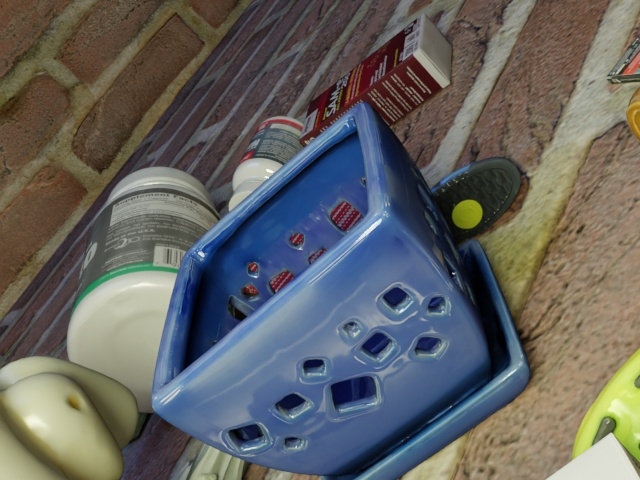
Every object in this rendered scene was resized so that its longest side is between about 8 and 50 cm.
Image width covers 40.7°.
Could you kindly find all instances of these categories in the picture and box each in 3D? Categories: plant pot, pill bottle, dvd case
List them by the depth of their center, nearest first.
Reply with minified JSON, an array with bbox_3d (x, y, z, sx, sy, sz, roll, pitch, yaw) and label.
[{"bbox_3d":[0.025,0.062,0.714,0.236,0.212,0.236,-40,23,17],"label":"plant pot"},{"bbox_3d":[0.344,-0.189,0.836,0.087,0.013,0.119,-51,21,-10],"label":"dvd case"},{"bbox_3d":[-0.223,0.047,1.182,0.204,0.204,0.361,-41,26,14],"label":"pill bottle"},{"bbox_3d":[-0.075,-0.099,1.324,0.108,0.108,0.180,-30,27,36],"label":"pill bottle"}]

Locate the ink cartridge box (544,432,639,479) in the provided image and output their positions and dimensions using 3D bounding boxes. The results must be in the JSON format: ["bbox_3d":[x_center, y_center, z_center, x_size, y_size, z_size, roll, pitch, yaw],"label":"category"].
[{"bbox_3d":[0.145,0.175,0.442,0.180,0.104,0.060,-40,21,14],"label":"ink cartridge box"}]

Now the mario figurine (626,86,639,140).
[{"bbox_3d":[0.368,-0.155,0.582,0.320,0.170,0.198,-43,30,-17],"label":"mario figurine"}]

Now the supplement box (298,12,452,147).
[{"bbox_3d":[0.082,-0.221,1.297,0.239,0.073,0.130,-34,25,30],"label":"supplement box"}]

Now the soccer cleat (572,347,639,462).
[{"bbox_3d":[0.257,0.049,0.518,0.289,0.093,0.121,-51,-9,-1],"label":"soccer cleat"}]

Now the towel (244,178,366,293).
[{"bbox_3d":[0.000,0.000,1.118,0.199,0.031,0.275,-53,23,-16],"label":"towel"}]

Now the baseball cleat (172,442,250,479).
[{"bbox_3d":[-0.102,0.208,0.889,0.109,0.072,0.206,-33,21,47],"label":"baseball cleat"}]

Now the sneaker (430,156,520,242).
[{"bbox_3d":[0.111,-0.019,0.896,0.209,0.069,0.082,-42,18,13],"label":"sneaker"}]

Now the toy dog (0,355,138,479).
[{"bbox_3d":[-0.181,0.263,0.568,0.284,0.395,0.408,-39,52,-16],"label":"toy dog"}]

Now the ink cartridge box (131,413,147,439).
[{"bbox_3d":[-0.323,0.242,1.257,0.235,0.056,0.171,-34,25,34],"label":"ink cartridge box"}]
